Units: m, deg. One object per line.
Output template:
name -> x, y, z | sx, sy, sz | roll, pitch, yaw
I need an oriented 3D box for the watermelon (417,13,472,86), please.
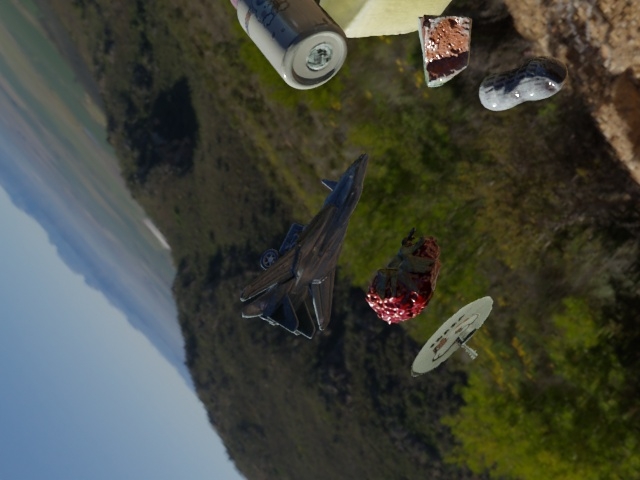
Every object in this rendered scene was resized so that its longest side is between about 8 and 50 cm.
watermelon -> 0.213, -0.362, 1.339 | 0.158, 0.097, 0.121 | 65, -163, -56

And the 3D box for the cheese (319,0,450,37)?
cheese -> 0.159, -0.508, 1.498 | 0.124, 0.265, 0.242 | 55, 136, 19

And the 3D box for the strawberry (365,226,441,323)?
strawberry -> 0.169, 0.082, 1.384 | 0.087, 0.167, 0.208 | 41, 179, 28

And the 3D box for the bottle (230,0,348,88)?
bottle -> -0.060, -0.332, 1.163 | 0.233, 0.110, 0.110 | 56, 173, 33

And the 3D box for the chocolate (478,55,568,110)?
chocolate -> 0.346, -0.268, 1.346 | 0.167, 0.072, 0.072 | -14, 121, 46

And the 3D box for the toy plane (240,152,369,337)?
toy plane -> -0.009, -0.003, 1.075 | 0.088, 0.267, 0.212 | 19, 175, 35

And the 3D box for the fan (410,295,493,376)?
fan -> 0.248, 0.182, 1.409 | 0.009, 0.191, 0.329 | 46, -175, 26
